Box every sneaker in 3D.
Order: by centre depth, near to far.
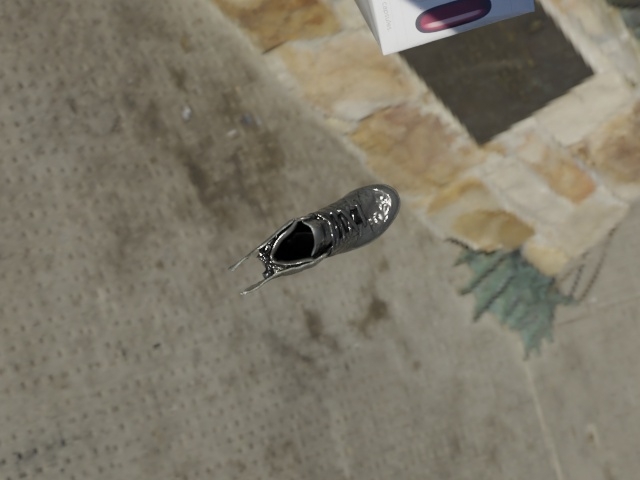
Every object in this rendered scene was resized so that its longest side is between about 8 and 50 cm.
[{"bbox_3d":[-0.001,-0.002,1.129,0.051,0.170,0.089,64,-3,0],"label":"sneaker"}]

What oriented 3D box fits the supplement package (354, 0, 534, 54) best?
[{"bbox_3d":[0.077,-0.336,1.112,0.204,0.145,0.262,-110,-177,-53],"label":"supplement package"}]
